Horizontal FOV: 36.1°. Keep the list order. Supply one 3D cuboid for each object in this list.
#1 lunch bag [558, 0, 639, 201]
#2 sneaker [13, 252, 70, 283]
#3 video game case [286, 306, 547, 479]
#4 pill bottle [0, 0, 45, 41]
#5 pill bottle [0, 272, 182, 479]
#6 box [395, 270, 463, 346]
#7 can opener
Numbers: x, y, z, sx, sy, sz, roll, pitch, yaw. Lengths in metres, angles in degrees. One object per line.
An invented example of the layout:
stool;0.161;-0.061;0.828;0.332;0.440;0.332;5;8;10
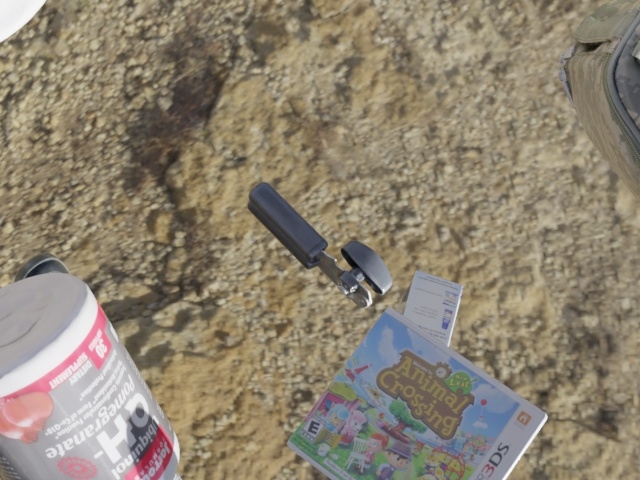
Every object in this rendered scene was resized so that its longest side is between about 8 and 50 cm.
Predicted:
lunch bag;0.346;-0.119;0.859;0.256;0.305;0.212;35;103;0
sneaker;-0.312;0.121;1.219;0.087;0.130;0.227;-34;143;-39
video game case;0.104;0.207;1.067;0.212;0.023;0.193;34;78;17
pill bottle;-0.279;-0.250;0.614;0.169;0.301;0.169;-19;136;-19
pill bottle;-0.259;0.206;1.052;0.176;0.176;0.318;-43;126;-30
box;0.137;0.133;1.370;0.072;0.126;0.137;18;63;1
can opener;0.000;0.000;1.672;0.095;0.076;0.283;-40;77;-20
